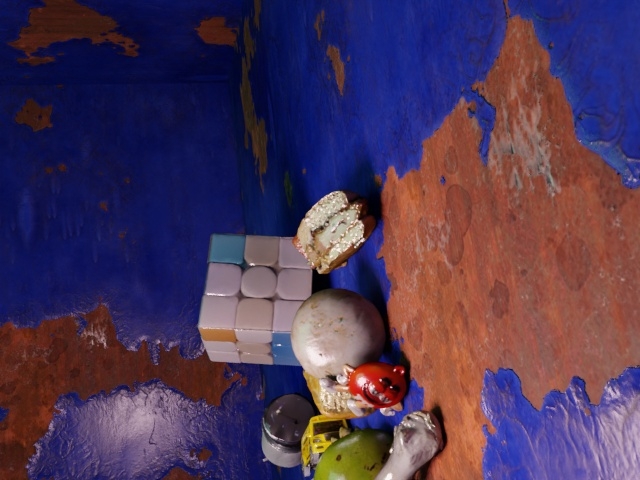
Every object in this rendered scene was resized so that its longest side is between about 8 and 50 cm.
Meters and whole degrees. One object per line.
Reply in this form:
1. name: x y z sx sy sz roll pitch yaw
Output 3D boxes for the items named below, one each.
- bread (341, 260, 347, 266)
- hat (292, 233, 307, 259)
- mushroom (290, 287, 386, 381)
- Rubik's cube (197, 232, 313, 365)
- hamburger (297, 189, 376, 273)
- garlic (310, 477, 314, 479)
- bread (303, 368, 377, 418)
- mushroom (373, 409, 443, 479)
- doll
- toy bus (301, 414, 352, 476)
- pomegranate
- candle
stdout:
1. bread: 0.051 0.044 1.686 0.081 0.046 0.083 121 143 -61
2. hat: 0.011 -0.016 1.646 0.162 0.112 0.093 -41 8 23
3. mushroom: 0.053 0.240 1.469 0.243 0.244 0.243 175 90 -75
4. Rubik's cube: -0.201 0.205 1.916 0.344 0.347 0.346 94 180 -60
5. hamburger: 0.043 -0.021 1.484 0.282 0.245 0.155 -38 79 23
6. garlic: 0.027 0.863 1.818 0.281 0.185 0.203 72 -141 -83
7. bread: 0.053 0.379 1.540 0.245 0.174 0.121 -129 34 -62
8. mushroom: 0.178 0.467 1.205 0.096 0.099 0.277 -47 -19 -60
9. doll: 0.121 0.352 1.339 0.217 0.183 0.085 -30 25 37
10. toy bus: 0.019 0.649 1.814 0.330 0.144 0.152 106 159 -58
11. pomegranate: 0.079 0.613 1.440 0.358 0.216 0.309 -129 34 -66
12. candle: -0.123 0.755 2.240 0.342 0.222 0.221 99 160 -50
